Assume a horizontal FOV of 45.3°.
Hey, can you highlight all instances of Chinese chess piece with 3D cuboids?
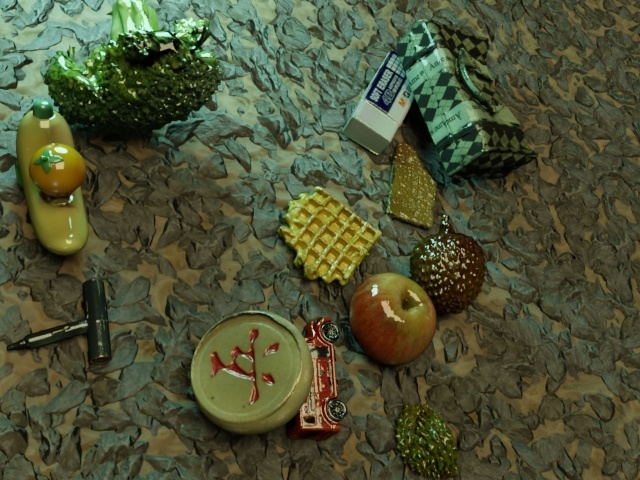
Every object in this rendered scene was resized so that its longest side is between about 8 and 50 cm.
[{"bbox_3d":[-0.137,0.265,1.546,0.250,0.103,0.250,-5,64,11],"label":"Chinese chess piece"}]

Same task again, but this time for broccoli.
[{"bbox_3d":[-0.398,-0.374,1.706,0.338,0.277,0.317,16,80,33],"label":"broccoli"}]

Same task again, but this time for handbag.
[{"bbox_3d":[0.408,-0.381,2.078,0.317,0.180,0.416,-6,69,-43],"label":"handbag"}]

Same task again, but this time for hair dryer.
[{"bbox_3d":[-0.523,0.167,1.534,0.195,0.050,0.173,-3,62,-20],"label":"hair dryer"}]

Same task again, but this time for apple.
[{"bbox_3d":[0.161,0.178,1.733,0.209,0.164,0.209,18,51,-23],"label":"apple"}]

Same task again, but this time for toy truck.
[{"bbox_3d":[-0.019,0.290,1.631,0.114,0.107,0.253,4,63,-20],"label":"toy truck"}]

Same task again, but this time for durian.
[{"bbox_3d":[0.235,0.430,1.658,0.119,0.108,0.187,-14,70,-28],"label":"durian"}]

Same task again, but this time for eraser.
[{"bbox_3d":[0.174,-0.373,2.072,0.130,0.086,0.287,32,56,-7],"label":"eraser"}]

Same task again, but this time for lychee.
[{"bbox_3d":[0.302,0.058,1.835,0.200,0.200,0.238,-5,87,-24],"label":"lychee"}]

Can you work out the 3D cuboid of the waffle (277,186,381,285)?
[{"bbox_3d":[0.000,0.000,1.822,0.229,0.057,0.219,36,57,0],"label":"waffle"}]

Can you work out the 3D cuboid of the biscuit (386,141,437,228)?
[{"bbox_3d":[0.243,-0.145,2.016,0.131,0.026,0.237,19,58,-14],"label":"biscuit"}]

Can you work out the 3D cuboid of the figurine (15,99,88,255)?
[{"bbox_3d":[-0.541,-0.125,1.572,0.124,0.222,0.324,-8,66,-28],"label":"figurine"}]
